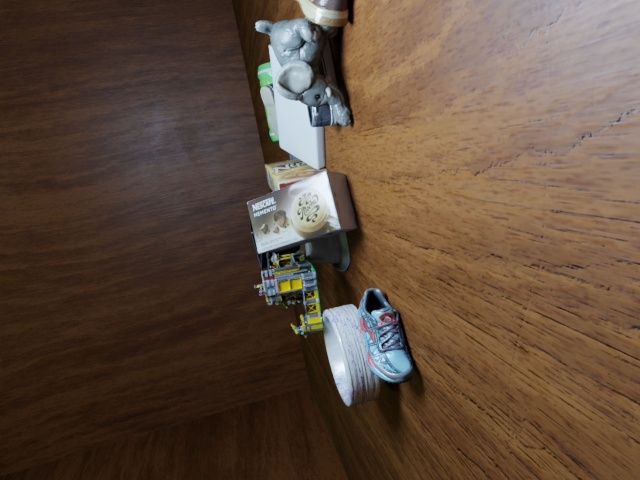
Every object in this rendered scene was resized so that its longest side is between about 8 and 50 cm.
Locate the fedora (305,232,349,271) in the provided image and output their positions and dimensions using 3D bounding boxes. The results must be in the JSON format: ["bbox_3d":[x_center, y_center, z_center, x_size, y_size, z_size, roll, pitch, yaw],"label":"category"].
[{"bbox_3d":[0.000,0.000,1.519,0.275,0.124,0.244,-135,33,-70],"label":"fedora"}]

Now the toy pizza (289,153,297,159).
[{"bbox_3d":[-0.097,-0.341,1.867,0.201,0.032,0.202,166,90,-79],"label":"toy pizza"}]

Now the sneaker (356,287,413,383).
[{"bbox_3d":[0.152,0.226,1.066,0.262,0.104,0.125,-115,18,-47],"label":"sneaker"}]

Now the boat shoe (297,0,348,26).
[{"bbox_3d":[-0.024,-0.616,0.986,0.123,0.123,0.342,102,151,-46],"label":"boat shoe"}]

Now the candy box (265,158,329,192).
[{"bbox_3d":[-0.083,-0.218,1.535,0.316,0.182,0.088,-125,26,-64],"label":"candy box"}]

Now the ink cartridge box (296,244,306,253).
[{"bbox_3d":[-0.072,-0.104,1.791,0.198,0.114,0.273,106,150,-67],"label":"ink cartridge box"}]

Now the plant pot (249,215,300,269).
[{"bbox_3d":[-0.170,-0.028,1.649,0.188,0.166,0.188,100,153,-58],"label":"plant pot"}]

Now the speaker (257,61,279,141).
[{"bbox_3d":[-0.170,-0.559,1.749,0.131,0.131,0.297,-148,46,-75],"label":"speaker"}]

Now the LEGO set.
[{"bbox_3d":[-0.118,0.170,1.424,0.331,0.191,0.255,-115,18,-62],"label":"LEGO set"}]

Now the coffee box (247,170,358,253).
[{"bbox_3d":[-0.058,-0.077,1.277,0.118,0.297,0.168,-5,-99,-59],"label":"coffee box"}]

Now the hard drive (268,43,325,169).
[{"bbox_3d":[-0.074,-0.436,1.413,0.233,0.047,0.353,38,144,39],"label":"hard drive"}]

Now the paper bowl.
[{"bbox_3d":[0.110,0.329,1.275,0.284,0.147,0.285,167,90,-80],"label":"paper bowl"}]

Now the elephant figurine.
[{"bbox_3d":[-0.037,-0.406,1.057,0.186,0.169,0.240,23,121,44],"label":"elephant figurine"}]

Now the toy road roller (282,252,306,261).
[{"bbox_3d":[-0.142,-0.026,2.056,0.329,0.202,0.241,-175,85,-73],"label":"toy road roller"}]

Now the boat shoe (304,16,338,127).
[{"bbox_3d":[-0.023,-0.457,1.170,0.108,0.102,0.302,-172,70,-78],"label":"boat shoe"}]

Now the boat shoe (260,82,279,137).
[{"bbox_3d":[-0.155,-0.471,1.569,0.075,0.065,0.206,20,142,36],"label":"boat shoe"}]
